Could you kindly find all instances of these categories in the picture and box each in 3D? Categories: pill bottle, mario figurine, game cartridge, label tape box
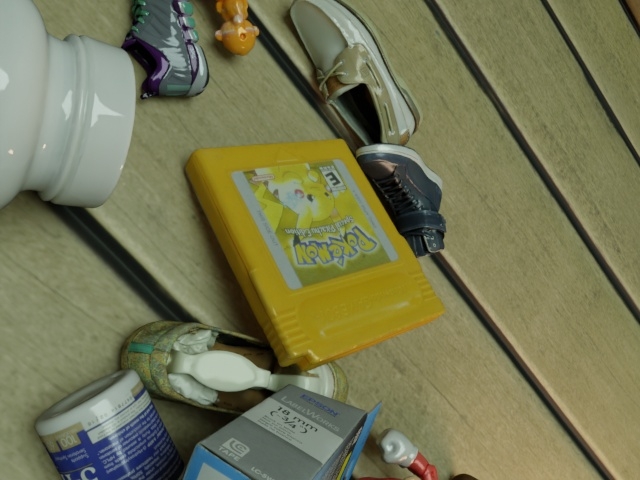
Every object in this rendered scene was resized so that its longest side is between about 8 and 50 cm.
[{"bbox_3d":[-0.389,-0.142,0.510,0.407,0.229,0.229,8,73,-37],"label":"pill bottle"},{"bbox_3d":[-0.207,0.244,0.629,0.112,0.112,0.187,-30,98,-40],"label":"pill bottle"},{"bbox_3d":[0.132,0.406,0.881,0.320,0.170,0.198,27,26,-42],"label":"mario figurine"},{"bbox_3d":[0.000,0.000,0.829,0.285,0.053,0.324,-13,64,-40],"label":"game cartridge"},{"bbox_3d":[-0.056,0.298,0.651,0.241,0.105,0.333,-68,164,7],"label":"label tape box"}]

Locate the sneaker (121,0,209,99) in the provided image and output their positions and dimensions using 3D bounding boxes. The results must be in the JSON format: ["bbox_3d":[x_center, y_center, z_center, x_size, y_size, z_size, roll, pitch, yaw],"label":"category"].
[{"bbox_3d":[-0.224,-0.298,0.783,0.098,0.083,0.224,-19,91,-35],"label":"sneaker"}]

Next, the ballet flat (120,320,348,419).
[{"bbox_3d":[-0.074,0.178,0.752,0.348,0.123,0.123,22,66,-33],"label":"ballet flat"}]

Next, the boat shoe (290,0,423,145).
[{"bbox_3d":[0.051,-0.275,0.973,0.302,0.113,0.103,47,57,-13],"label":"boat shoe"}]

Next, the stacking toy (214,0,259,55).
[{"bbox_3d":[-0.143,-0.417,0.847,0.175,0.165,0.302,-16,100,-25],"label":"stacking toy"}]

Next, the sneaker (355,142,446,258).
[{"bbox_3d":[0.138,-0.057,0.987,0.226,0.086,0.164,24,63,-44],"label":"sneaker"}]
